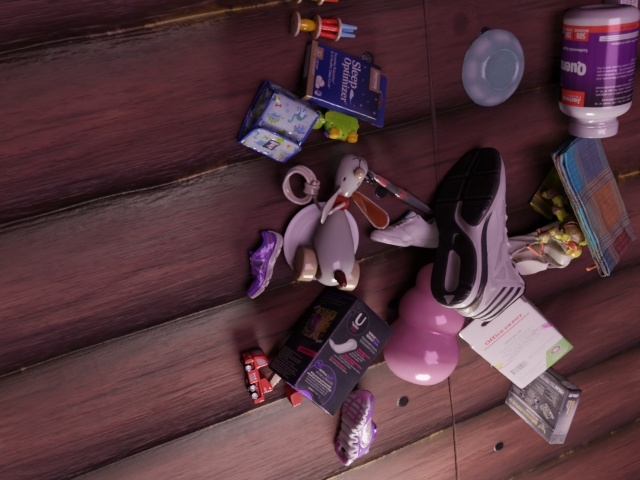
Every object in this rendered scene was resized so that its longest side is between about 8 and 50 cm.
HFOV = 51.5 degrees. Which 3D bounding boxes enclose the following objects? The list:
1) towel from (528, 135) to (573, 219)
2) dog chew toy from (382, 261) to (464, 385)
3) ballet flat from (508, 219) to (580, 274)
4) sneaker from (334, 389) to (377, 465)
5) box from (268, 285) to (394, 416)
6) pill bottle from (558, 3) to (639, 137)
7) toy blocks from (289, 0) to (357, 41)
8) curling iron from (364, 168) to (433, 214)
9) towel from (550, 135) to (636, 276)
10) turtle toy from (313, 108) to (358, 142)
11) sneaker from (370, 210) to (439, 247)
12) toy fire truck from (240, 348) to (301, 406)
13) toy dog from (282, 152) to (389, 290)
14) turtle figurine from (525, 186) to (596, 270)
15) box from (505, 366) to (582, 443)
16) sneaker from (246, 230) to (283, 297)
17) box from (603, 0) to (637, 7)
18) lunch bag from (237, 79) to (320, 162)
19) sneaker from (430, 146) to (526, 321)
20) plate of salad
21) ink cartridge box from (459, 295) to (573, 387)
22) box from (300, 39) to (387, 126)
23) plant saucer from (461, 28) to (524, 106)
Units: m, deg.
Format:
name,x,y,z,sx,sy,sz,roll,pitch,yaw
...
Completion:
name,x,y,z,sx,sy,sz,roll,pitch,yaw
towel,0.695,-0.180,1.908,0.102,0.021,0.237,30,95,-31
dog chew toy,0.292,0.213,1.779,0.206,0.206,0.332,13,96,-28
ballet flat,0.630,0.036,1.894,0.400,0.139,0.139,-12,114,-20
sneaker,0.116,0.522,1.880,0.104,0.095,0.236,-1,115,-31
box,0.027,0.275,1.684,0.270,0.143,0.165,-52,122,-11
pill bottle,0.719,-0.439,1.725,0.181,0.181,0.323,-14,114,-19
toy blocks,0.013,-0.502,1.452,0.148,0.054,0.123,-1,110,-24
curling iron,0.198,-0.124,1.686,0.274,0.068,0.035,23,97,-35
towel,0.767,-0.120,1.832,0.271,0.040,0.370,-34,103,-41
turtle toy,0.031,-0.275,1.540,0.130,0.066,0.095,8,80,-27
sneaker,0.220,-0.032,1.726,0.212,0.080,0.094,2,97,-32
toy fire truck,-0.127,0.357,1.724,0.135,0.047,0.192,-17,115,-18
toy dog,0.047,-0.022,1.538,0.220,0.161,0.334,-12,109,-19
turtle figurine,0.674,-0.039,1.825,0.269,0.217,0.087,7,150,-17
box,0.678,0.479,2.032,0.056,0.231,0.183,5,107,-23
sneaker,-0.148,0.055,1.600,0.071,0.068,0.170,19,93,-14
box,0.802,-0.561,1.783,0.063,0.067,0.324,-17,115,-19
lunch bag,-0.097,-0.257,1.480,0.128,0.096,0.151,22,116,-32
sneaker,0.428,-0.002,1.732,0.257,0.169,0.448,31,66,-40
plate of salad,0.000,0.000,1.642,0.199,0.048,0.200,-7,108,-21
ink cartridge box,0.547,0.259,1.931,0.207,0.119,0.353,-43,122,12
box,0.065,-0.353,1.511,0.225,0.036,0.136,13,74,-29
plant saucer,0.451,-0.436,1.688,0.195,0.037,0.195,-9,113,-21
